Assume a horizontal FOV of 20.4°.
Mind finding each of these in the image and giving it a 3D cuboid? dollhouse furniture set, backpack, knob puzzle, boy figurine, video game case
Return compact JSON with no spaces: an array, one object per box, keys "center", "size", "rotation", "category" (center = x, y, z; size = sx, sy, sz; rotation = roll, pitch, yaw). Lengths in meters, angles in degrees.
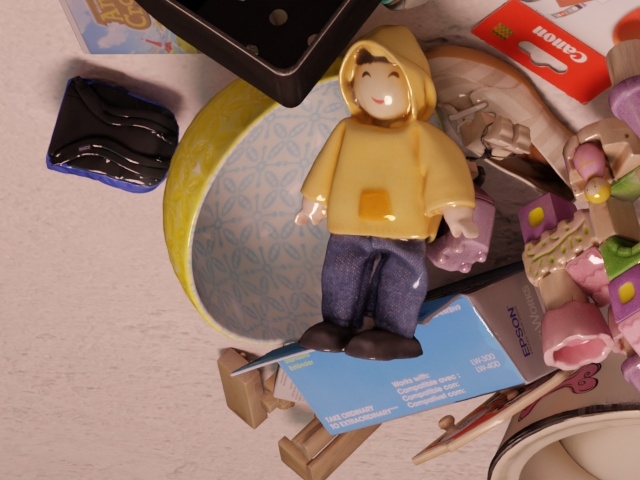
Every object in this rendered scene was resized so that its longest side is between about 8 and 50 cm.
[{"center":[-0.023,0.186,2.178],"size":[0.151,0.123,0.144],"rotation":[37,156,26],"category":"dollhouse furniture set"},{"center":[-0.199,-0.100,1.749],"size":[0.120,0.098,0.101],"rotation":[15,175,-5],"category":"backpack"},{"center":[0.194,0.160,1.865],"size":[0.030,0.213,0.213],"rotation":[56,138,2],"category":"knob puzzle"},{"center":[0.058,-0.041,1.528],"size":[0.177,0.285,0.092],"rotation":[12,-172,33],"category":"boy figurine"},{"center":[-0.152,-0.242,1.586],"size":[0.193,0.023,0.212],"rotation":[1,145,15],"category":"video game case"}]

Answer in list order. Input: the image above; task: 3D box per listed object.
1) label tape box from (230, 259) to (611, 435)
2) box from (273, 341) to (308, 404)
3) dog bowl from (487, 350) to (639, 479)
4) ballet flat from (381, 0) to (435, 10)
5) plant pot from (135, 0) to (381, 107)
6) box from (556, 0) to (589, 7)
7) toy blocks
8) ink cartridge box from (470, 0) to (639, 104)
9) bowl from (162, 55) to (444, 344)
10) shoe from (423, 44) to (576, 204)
[{"center":[0.118,0.108,1.766],"size":[0.249,0.115,0.347],"rotation":[-20,-179,38],"category":"label tape box"},{"center":[0.022,0.142,2.044],"size":[0.137,0.072,0.126],"rotation":[13,155,-1],"category":"box"},{"center":[0.398,0.233,2.012],"size":[0.407,0.150,0.408],"rotation":[8,145,5],"category":"dog bowl"},{"center":[0.105,-0.255,1.444],"size":[0.068,0.072,0.213],"rotation":[-14,166,-26],"category":"ballet flat"},{"center":[-0.040,-0.216,1.427],"size":[0.187,0.188,0.167],"rotation":[34,167,13],"category":"plant pot"},{"center":[0.241,-0.269,1.369],"size":[0.170,0.091,0.130],"rotation":[-11,141,29],"category":"box"},{"center":[0.283,0.024,1.548],"size":[0.309,0.260,0.288],"rotation":[19,139,-36],"category":"toy blocks"},{"center":[0.236,-0.177,1.549],"size":[0.145,0.045,0.179],"rotation":[29,140,-24],"category":"ink cartridge box"},{"center":[-0.041,-0.062,1.671],"size":[0.156,0.289,0.289],"rotation":[40,169,41],"category":"bowl"},{"center":[0.174,-0.106,1.656],"size":[0.219,0.058,0.076],"rotation":[35,141,-31],"category":"shoe"}]
